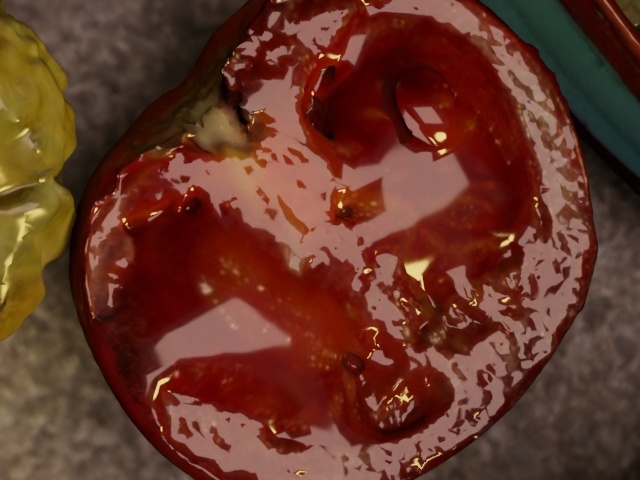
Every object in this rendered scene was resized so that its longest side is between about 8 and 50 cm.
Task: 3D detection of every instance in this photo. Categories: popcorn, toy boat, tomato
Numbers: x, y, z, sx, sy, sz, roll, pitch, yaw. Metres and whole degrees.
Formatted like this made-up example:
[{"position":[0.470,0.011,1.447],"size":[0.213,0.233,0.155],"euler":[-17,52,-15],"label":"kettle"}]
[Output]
[{"position":[-0.193,-0.024,0.751],"size":[0.195,0.173,0.168],"euler":[-2,139,-27],"label":"popcorn"},{"position":[0.123,-0.111,0.901],"size":[0.079,0.136,0.392],"euler":[-38,112,20],"label":"toy boat"},{"position":[0.000,0.000,0.844],"size":[0.233,0.139,0.200],"euler":[-45,101,-9],"label":"tomato"}]
